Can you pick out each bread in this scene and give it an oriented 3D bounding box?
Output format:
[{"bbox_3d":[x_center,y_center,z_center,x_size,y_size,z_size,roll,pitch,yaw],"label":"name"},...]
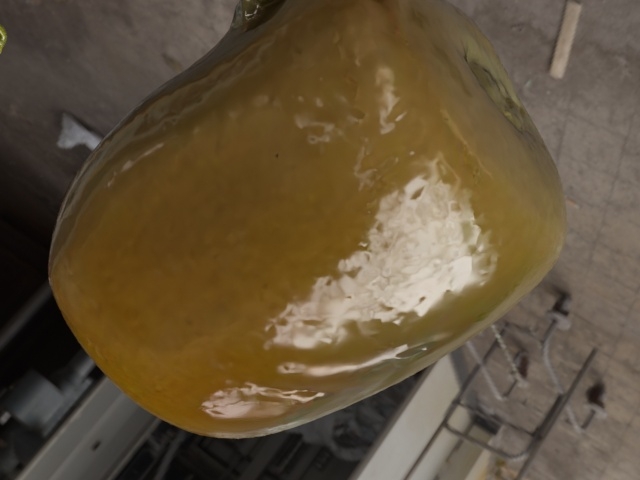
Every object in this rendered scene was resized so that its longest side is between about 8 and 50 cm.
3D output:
[{"bbox_3d":[0.000,0.000,0.692,0.348,0.376,0.253,24,-138,-55],"label":"bread"}]

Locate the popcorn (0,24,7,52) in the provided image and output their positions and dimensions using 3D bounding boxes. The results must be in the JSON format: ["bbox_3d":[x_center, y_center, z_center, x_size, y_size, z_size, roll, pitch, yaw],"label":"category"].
[{"bbox_3d":[-0.221,-0.132,0.493,0.068,0.059,0.083,56,131,20],"label":"popcorn"}]
